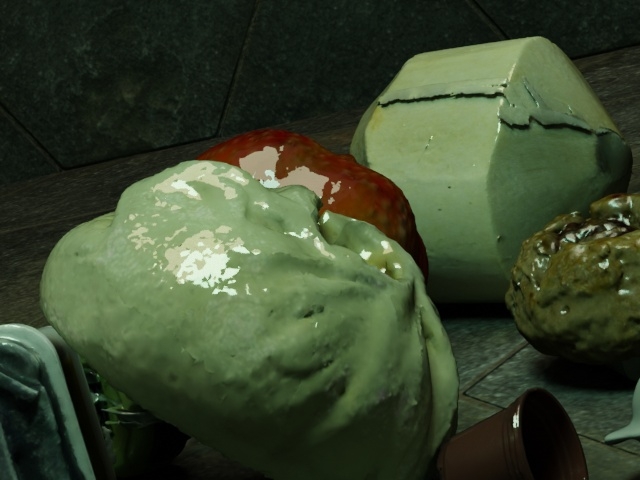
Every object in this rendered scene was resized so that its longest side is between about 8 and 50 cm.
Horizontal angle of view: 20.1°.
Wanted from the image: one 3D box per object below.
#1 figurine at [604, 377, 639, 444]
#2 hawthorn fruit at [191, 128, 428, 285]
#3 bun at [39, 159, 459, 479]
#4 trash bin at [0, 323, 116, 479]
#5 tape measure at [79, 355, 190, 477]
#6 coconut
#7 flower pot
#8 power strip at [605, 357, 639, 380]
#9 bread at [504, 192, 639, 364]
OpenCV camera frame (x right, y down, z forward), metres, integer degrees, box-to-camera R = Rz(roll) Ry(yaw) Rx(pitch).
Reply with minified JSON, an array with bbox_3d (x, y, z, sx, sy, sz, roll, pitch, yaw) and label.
[{"bbox_3d":[0.294,0.132,1.381,0.147,0.126,0.192,-24,-3,-4],"label":"figurine"},{"bbox_3d":[-0.057,0.052,1.814,0.287,0.287,0.330,2,50,51],"label":"hawthorn fruit"},{"bbox_3d":[-0.043,0.063,1.484,0.219,0.365,0.365,-58,16,1],"label":"bun"},{"bbox_3d":[-0.309,0.199,1.469,0.296,0.256,0.368,-18,5,2],"label":"trash bin"},{"bbox_3d":[-0.187,0.149,1.718,0.087,0.154,0.177,-16,10,-38],"label":"tape measure"},{"bbox_3d":[0.200,-0.071,2.012,0.323,0.323,0.323,-13,12,3],"label":"coconut"},{"bbox_3d":[0.143,0.177,1.391,0.089,0.111,0.111,-21,7,29],"label":"flower pot"},{"bbox_3d":[0.284,0.097,1.754,0.060,0.027,0.252,-16,12,-13],"label":"power strip"},{"bbox_3d":[0.286,0.030,1.703,0.230,0.123,0.230,-12,15,3],"label":"bread"}]
